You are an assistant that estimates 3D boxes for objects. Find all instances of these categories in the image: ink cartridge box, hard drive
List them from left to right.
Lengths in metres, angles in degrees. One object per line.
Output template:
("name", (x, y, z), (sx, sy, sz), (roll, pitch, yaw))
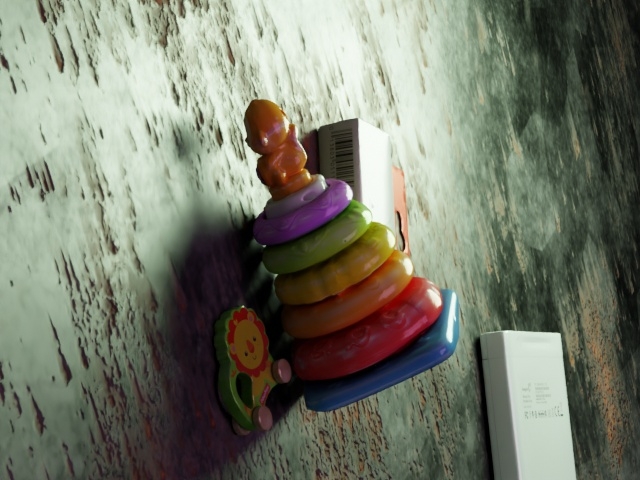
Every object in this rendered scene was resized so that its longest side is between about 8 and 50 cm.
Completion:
("ink cartridge box", (0.073, -0.018, 1.801), (0.232, 0.066, 0.189), (17, 67, -58))
("hard drive", (0.286, 0.299, 2.149), (0.233, 0.047, 0.353), (9, 74, -64))

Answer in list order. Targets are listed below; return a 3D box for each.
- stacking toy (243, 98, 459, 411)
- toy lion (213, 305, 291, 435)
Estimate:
("stacking toy", (0.000, 0.000, 1.560), (0.302, 0.165, 0.175), (62, 15, -14))
("toy lion", (-0.070, 0.114, 1.494), (0.096, 0.034, 0.100), (57, 35, -29))
